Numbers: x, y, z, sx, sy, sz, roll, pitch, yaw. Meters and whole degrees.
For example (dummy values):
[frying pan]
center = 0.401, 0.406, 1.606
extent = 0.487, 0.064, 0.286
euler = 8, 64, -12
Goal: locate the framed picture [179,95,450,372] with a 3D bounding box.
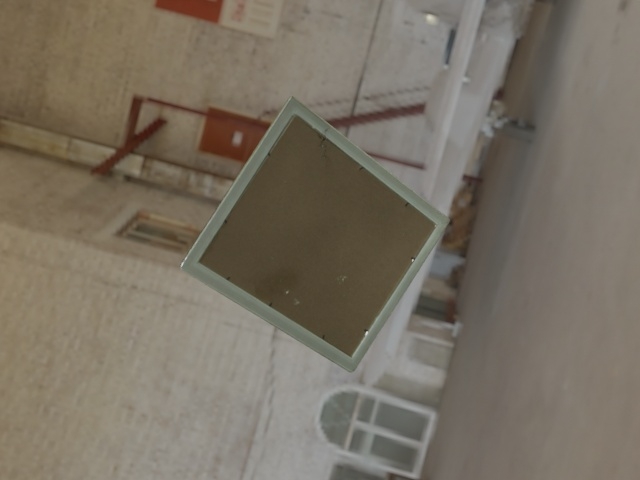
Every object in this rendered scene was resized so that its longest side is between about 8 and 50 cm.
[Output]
[framed picture]
center = 0.000, 0.000, 1.351
extent = 0.232, 0.296, 0.019
euler = -57, 35, -3
